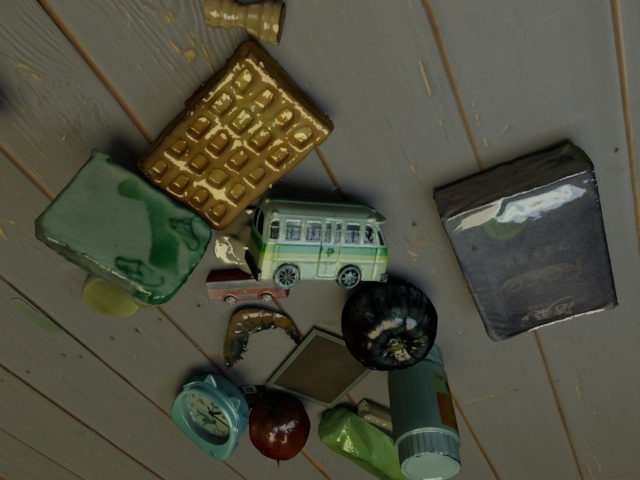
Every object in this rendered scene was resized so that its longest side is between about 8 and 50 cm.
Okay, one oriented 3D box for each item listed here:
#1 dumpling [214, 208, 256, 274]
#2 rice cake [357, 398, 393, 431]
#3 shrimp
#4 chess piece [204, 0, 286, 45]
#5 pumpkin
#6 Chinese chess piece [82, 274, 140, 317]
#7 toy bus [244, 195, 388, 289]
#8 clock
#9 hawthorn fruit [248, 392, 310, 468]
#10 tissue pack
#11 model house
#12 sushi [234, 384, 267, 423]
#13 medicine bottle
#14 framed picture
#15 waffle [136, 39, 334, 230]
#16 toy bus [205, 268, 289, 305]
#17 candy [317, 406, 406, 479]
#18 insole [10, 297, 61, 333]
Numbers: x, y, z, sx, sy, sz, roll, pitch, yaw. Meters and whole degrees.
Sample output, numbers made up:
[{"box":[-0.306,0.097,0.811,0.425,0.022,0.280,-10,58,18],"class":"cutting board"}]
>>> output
[{"box":[-0.135,0.008,1.078,0.176,0.092,0.150,16,114,-6],"class":"dumpling"},{"box":[0.225,0.558,1.534,0.256,0.057,0.052,29,142,-21],"class":"rice cake"},{"box":[-0.158,0.278,1.319,0.198,0.051,0.262,15,125,-11],"class":"shrimp"},{"box":[-0.120,-0.357,0.794,0.122,0.066,0.066,13,129,-1],"class":"chess piece"},{"box":[0.160,0.202,1.173,0.233,0.163,0.233,-3,124,-5],"class":"pumpkin"},{"box":[-0.493,0.122,1.197,0.144,0.058,0.144,1,131,1],"class":"Chinese chess piece"},{"box":[0.000,0.000,0.994,0.276,0.133,0.165,1,109,-21],"class":"toy bus"},{"box":[-0.301,0.484,1.417,0.223,0.094,0.274,38,124,10],"class":"clock"},{"box":[-0.124,0.561,1.453,0.181,0.181,0.235,4,111,-2],"class":"hawthorn fruit"},{"box":[0.435,0.022,1.043,0.288,0.124,0.394,-19,126,17],"class":"tissue pack"},{"box":[-0.408,0.023,1.003,0.267,0.194,0.325,35,149,-17],"class":"model house"},{"box":[-0.245,0.520,1.524,0.192,0.040,0.210,-1,129,2],"class":"sushi"},{"box":[0.253,0.420,1.250,0.158,0.318,0.158,1,128,2],"class":"medicine bottle"},{"box":[0.009,0.365,1.405,0.231,0.018,0.293,26,126,-18],"class":"framed picture"},{"box":[-0.157,-0.179,0.918,0.327,0.098,0.224,-37,121,26],"class":"waffle"},{"box":[-0.171,0.104,1.169,0.192,0.065,0.077,-5,122,5],"class":"toy bus"},{"box":[0.142,0.646,1.571,0.343,0.132,0.142,41,162,-25],"class":"candy"},{"box":[-0.743,0.200,1.302,0.053,0.002,0.153,-20,126,17],"class":"insole"}]
